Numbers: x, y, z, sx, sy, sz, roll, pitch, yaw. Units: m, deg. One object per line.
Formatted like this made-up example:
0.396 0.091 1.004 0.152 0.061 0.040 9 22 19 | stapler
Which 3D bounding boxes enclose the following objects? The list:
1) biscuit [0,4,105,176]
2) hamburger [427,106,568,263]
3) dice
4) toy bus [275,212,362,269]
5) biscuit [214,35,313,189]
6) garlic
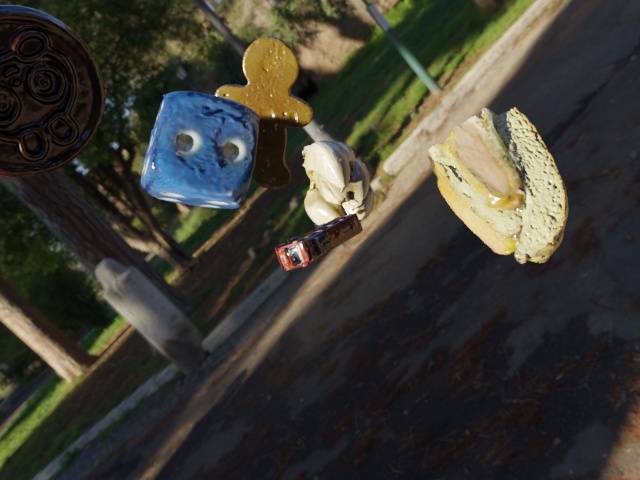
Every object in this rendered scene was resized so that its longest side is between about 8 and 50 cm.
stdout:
-0.718 -0.351 1.551 0.407 0.407 0.091 -46 40 -16 | biscuit
0.250 -0.054 0.827 0.135 0.155 0.208 -35 51 4 | hamburger
-0.168 -0.122 0.913 0.146 0.146 0.143 173 109 -70 | dice
0.000 0.000 1.506 0.096 0.074 0.234 -19 7 41 | toy bus
-0.115 -0.249 1.277 0.049 0.196 0.302 -89 10 -68 | biscuit
0.063 -0.136 1.751 0.184 0.281 0.203 -12 35 -27 | garlic
